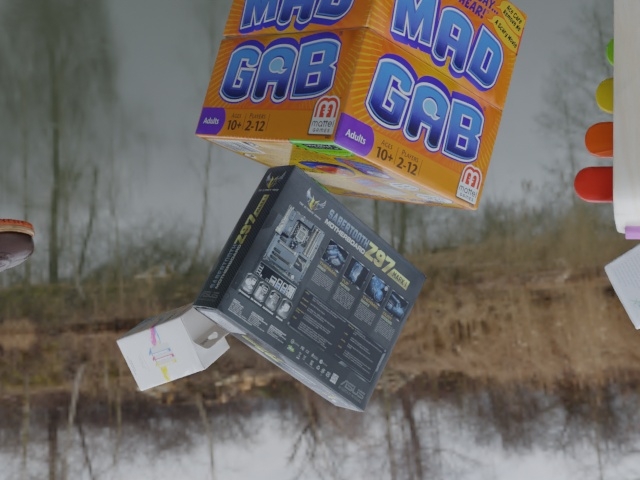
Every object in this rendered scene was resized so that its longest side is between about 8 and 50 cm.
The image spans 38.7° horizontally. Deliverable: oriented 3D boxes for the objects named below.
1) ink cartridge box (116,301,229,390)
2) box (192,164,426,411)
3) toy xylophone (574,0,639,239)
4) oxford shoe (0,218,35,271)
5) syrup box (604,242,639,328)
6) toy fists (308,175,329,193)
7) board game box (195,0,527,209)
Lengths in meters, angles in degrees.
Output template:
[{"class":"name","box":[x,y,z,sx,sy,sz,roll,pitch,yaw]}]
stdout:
[{"class":"ink cartridge box","box":[-0.217,0.155,1.394,0.143,0.090,0.092,-21,-172,24]},{"class":"box","box":[-0.004,0.056,1.013,0.232,0.183,0.059,39,159,-31]},{"class":"toy xylophone","box":[0.406,-0.155,0.974,0.236,0.323,0.081,9,180,22]},{"class":"oxford shoe","box":[-0.346,0.052,0.793,0.097,0.098,0.271,-25,-177,33]},{"class":"syrup box","box":[0.472,0.012,1.099,0.093,0.096,0.237,-11,159,-37]},{"class":"toy fists","box":[0.000,0.000,1.680,0.096,0.142,0.279,6,156,34]},{"class":"board game box","box":[0.070,-0.282,1.551,0.356,0.356,0.356,21,173,-43]}]
